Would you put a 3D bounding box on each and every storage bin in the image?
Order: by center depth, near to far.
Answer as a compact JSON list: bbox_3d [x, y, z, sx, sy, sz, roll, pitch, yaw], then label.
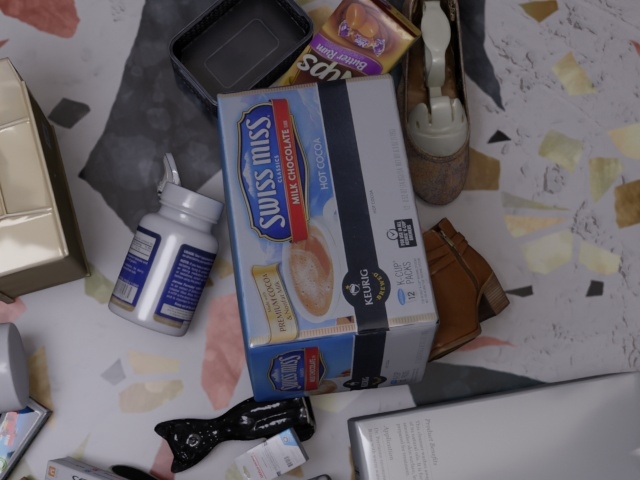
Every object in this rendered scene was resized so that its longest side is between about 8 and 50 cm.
[{"bbox_3d":[-0.394,-0.069,1.624,0.123,0.262,0.260,-15,84,-6],"label":"storage bin"},{"bbox_3d":[-0.108,-0.268,1.753,0.180,0.084,0.122,-41,86,-8],"label":"storage bin"}]

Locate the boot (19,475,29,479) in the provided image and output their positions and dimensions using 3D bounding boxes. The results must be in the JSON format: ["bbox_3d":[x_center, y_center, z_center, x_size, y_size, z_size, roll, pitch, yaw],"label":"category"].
[{"bbox_3d":[-0.416,0.396,1.670,0.084,0.059,0.158,44,82,-2],"label":"boot"}]

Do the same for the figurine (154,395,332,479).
[{"bbox_3d":[-0.096,0.313,1.689,0.209,0.092,0.215,-16,85,3],"label":"figurine"}]

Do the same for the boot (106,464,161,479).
[{"bbox_3d":[-0.198,0.415,1.628,0.244,0.088,0.176,21,96,28],"label":"boot"}]

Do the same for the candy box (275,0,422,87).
[{"bbox_3d":[0.037,-0.243,1.729,0.109,0.053,0.187,41,117,2],"label":"candy box"}]

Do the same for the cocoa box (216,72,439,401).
[{"bbox_3d":[0.000,0.000,1.611,0.228,0.231,0.347,-7,67,-4],"label":"cocoa box"}]

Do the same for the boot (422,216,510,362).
[{"bbox_3d":[0.158,0.065,1.698,0.152,0.073,0.197,55,40,-1],"label":"boot"}]

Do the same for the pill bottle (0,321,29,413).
[{"bbox_3d":[-0.511,0.179,1.590,0.272,0.152,0.152,-9,84,-3],"label":"pill bottle"}]

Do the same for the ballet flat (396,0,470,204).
[{"bbox_3d":[0.153,-0.209,1.747,0.107,0.106,0.316,-5,84,-5],"label":"ballet flat"}]

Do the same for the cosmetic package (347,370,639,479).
[{"bbox_3d":[0.241,0.304,1.667,0.385,0.156,0.217,-7,84,-5],"label":"cosmetic package"}]

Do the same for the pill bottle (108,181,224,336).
[{"bbox_3d":[-0.198,0.023,1.687,0.112,0.112,0.187,22,91,0],"label":"pill bottle"}]

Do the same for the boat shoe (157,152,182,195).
[{"bbox_3d":[-0.208,-0.070,1.749,0.035,0.035,0.100,-13,90,-7],"label":"boat shoe"}]

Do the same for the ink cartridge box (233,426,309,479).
[{"bbox_3d":[-0.063,0.279,1.631,0.083,0.028,0.048,-28,84,6],"label":"ink cartridge box"}]

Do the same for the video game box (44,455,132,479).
[{"bbox_3d":[-0.281,0.396,1.607,0.187,0.048,0.205,11,92,34],"label":"video game box"}]

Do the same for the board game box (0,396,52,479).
[{"bbox_3d":[-0.521,0.300,1.676,0.193,0.053,0.305,34,83,2],"label":"board game box"}]
